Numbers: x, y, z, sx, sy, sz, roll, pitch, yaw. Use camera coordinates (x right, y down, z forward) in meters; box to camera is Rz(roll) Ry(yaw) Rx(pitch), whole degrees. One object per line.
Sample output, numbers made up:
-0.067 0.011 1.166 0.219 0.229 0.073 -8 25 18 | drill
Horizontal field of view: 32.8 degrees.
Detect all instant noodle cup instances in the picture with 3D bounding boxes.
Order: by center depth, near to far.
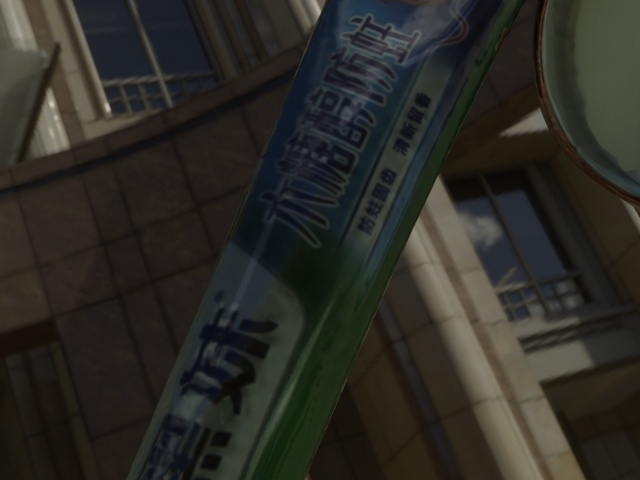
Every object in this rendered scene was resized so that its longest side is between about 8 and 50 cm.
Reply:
0.285 -0.116 0.717 0.296 0.296 0.214 -36 -22 28 | instant noodle cup

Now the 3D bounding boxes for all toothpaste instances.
0.000 0.000 0.447 0.098 0.392 0.061 16 -17 22 | toothpaste
